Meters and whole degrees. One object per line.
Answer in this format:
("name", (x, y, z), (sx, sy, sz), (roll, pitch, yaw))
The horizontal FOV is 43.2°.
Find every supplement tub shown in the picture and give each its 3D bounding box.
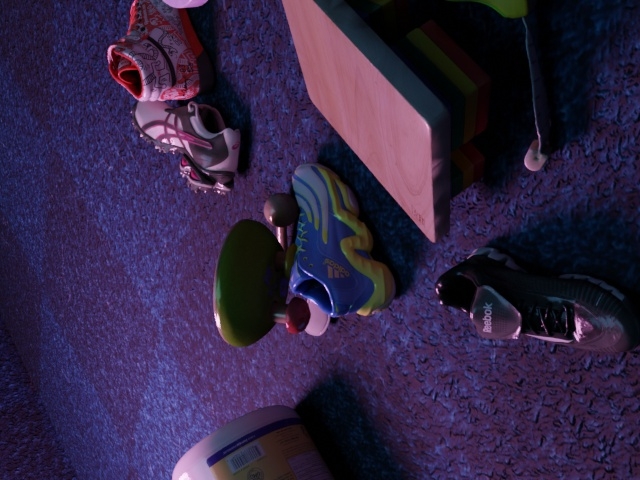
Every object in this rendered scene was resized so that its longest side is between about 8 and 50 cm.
("supplement tub", (-0.068, 0.463, 1.305), (0.331, 0.241, 0.241), (57, 144, 22))

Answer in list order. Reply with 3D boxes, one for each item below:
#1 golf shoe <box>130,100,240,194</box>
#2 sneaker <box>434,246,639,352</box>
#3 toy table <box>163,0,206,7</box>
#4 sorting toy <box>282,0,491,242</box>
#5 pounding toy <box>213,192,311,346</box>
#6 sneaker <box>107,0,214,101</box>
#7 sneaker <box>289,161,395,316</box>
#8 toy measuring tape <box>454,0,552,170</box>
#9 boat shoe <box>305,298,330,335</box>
("golf shoe", (-0.220, -0.190, 1.371), (0.273, 0.105, 0.120), (41, 119, 32))
("sneaker", (0.210, 0.071, 0.828), (0.234, 0.106, 0.078), (22, 124, 50))
("toy table", (-0.157, -0.435, 1.081), (0.252, 0.160, 0.274), (-42, 70, 55))
("sorting toy", (0.074, -0.162, 0.855), (0.255, 0.089, 0.257), (52, 173, 24))
("pounding toy", (-0.056, 0.051, 1.164), (0.110, 0.237, 0.183), (5, 121, 18))
("sneaker", (-0.293, -0.346, 1.338), (0.270, 0.144, 0.090), (62, 146, 16))
("sneaker", (0.000, 0.000, 1.086), (0.240, 0.126, 0.091), (57, 144, 21))
("toy measuring tape", (0.146, -0.225, 0.775), (0.121, 0.121, 0.330), (13, 121, 53))
("boat shoe", (-0.005, 0.087, 1.217), (0.046, 0.038, 0.125), (6, 124, 10))
